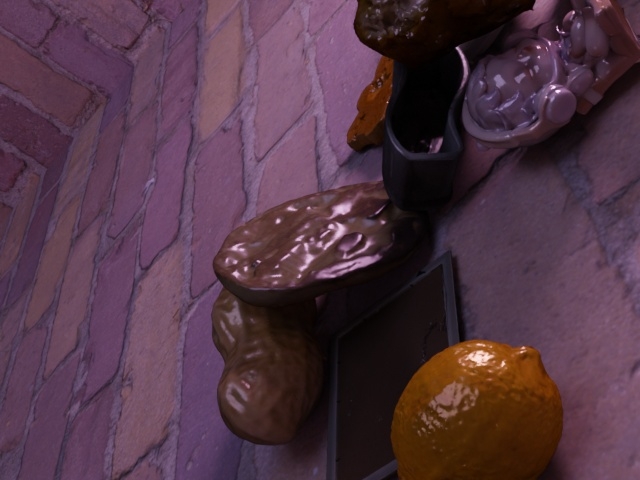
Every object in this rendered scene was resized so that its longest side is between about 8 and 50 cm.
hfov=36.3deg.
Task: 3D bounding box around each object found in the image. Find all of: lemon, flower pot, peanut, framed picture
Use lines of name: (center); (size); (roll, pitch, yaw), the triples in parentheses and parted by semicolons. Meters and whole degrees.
lemon: (0.135, 0.169, 0.881); (0.187, 0.142, 0.142); (-52, 25, 19)
flower pot: (0.136, -0.152, 1.270); (0.108, 0.103, 0.229); (90, -173, -52)
peanut: (-0.069, 0.141, 1.265); (0.149, 0.149, 0.313); (-43, 32, 24)
framed picture: (0.084, 0.158, 1.126); (0.216, 0.016, 0.273); (-39, 29, 31)

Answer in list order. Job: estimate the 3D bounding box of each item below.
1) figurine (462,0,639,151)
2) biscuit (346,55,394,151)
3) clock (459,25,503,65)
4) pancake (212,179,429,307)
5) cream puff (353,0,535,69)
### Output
figurine: (0.250, -0.194, 1.122); (0.236, 0.141, 0.162); (-38, 37, 32)
biscuit: (0.118, -0.253, 1.526); (0.184, 0.035, 0.249); (-14, 51, 67)
clock: (0.232, -0.331, 1.390); (0.236, 0.053, 0.236); (-61, 9, 16)
pancake: (0.000, 0.000, 1.282); (0.294, 0.049, 0.294); (-14, 25, 7)
cream puff: (0.151, -0.309, 1.168); (0.241, 0.155, 0.269); (-26, 2, 3)
